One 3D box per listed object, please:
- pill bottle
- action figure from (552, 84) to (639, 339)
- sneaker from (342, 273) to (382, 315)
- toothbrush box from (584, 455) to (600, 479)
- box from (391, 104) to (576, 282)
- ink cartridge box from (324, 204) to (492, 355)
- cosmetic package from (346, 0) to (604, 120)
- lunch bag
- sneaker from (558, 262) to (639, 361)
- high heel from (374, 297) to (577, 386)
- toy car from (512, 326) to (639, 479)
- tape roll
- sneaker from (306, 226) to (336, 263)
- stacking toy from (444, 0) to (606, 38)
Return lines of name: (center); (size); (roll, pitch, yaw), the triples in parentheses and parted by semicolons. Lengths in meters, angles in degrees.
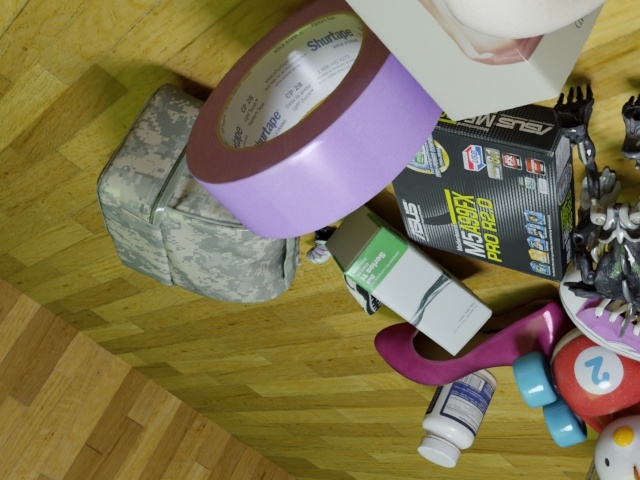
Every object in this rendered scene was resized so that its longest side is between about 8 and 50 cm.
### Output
pill bottle: (0.233, 0.301, 1.701); (0.094, 0.169, 0.094); (24, 155, 12)
action figure: (0.330, -0.029, 1.026); (0.164, 0.141, 0.275); (6, 131, 36)
sneaker: (0.070, 0.082, 1.625); (0.044, 0.040, 0.109); (30, 157, 40)
toothbrush box: (0.561, 0.407, 1.519); (0.283, 0.206, 0.122); (25, 154, 10)
box: (0.192, -0.067, 1.182); (0.216, 0.060, 0.270); (16, 152, 25)
ink cartridge box: (0.121, 0.052, 1.378); (0.208, 0.087, 0.153); (37, -174, -17)
cosmetic package: (0.096, -0.258, 0.818); (0.296, 0.153, 0.129); (42, 153, -28)
lunch bag: (-0.148, -0.043, 1.399); (0.256, 0.212, 0.305); (26, 156, 8)
sneaker: (0.400, 0.092, 1.148); (0.282, 0.102, 0.161); (35, 172, 29)
high heel: (0.221, 0.130, 1.486); (0.377, 0.127, 0.181); (2, 133, 36)
toy car: (0.394, 0.243, 1.260); (0.219, 0.238, 0.210); (-24, 130, 20)
tape roll: (-0.006, -0.135, 1.005); (0.275, 0.274, 0.090); (-2, 141, 48)
sneaker: (0.000, 0.000, 1.538); (0.098, 0.038, 0.069); (-14, 130, 43)
stacking toy: (0.040, -0.379, 0.574); (0.480, 0.351, 0.350); (41, 159, 20)
